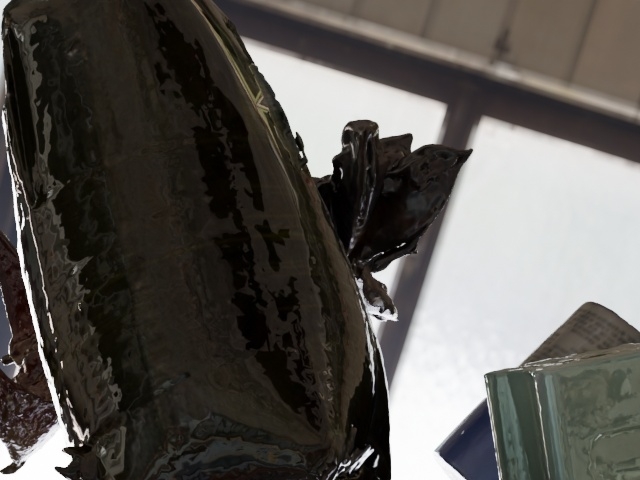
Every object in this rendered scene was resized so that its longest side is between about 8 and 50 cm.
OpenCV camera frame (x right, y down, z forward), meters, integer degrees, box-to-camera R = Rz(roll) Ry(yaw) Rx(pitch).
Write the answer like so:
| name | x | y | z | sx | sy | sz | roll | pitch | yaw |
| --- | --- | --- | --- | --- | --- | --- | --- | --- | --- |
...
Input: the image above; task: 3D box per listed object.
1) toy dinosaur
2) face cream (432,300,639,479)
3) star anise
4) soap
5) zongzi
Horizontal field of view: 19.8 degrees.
| name | x | y | z | sx | sy | sz | roll | pitch | yaw |
| --- | --- | --- | --- | --- | --- | --- | --- | --- | --- |
| toy dinosaur | -0.273 | 0.085 | 1.670 | 0.113 | 0.207 | 0.327 | 41 | -145 | -21 |
| face cream | 0.268 | 0.212 | 1.742 | 0.249 | 0.225 | 0.249 | 45 | 176 | 4 |
| star anise | 0.003 | 0.001 | 1.470 | 0.212 | 0.282 | 0.129 | -16 | -134 | -27 |
| soap | 0.224 | 0.217 | 1.391 | 0.160 | 0.265 | 0.087 | -7 | 179 | -32 |
| zongzi | -0.063 | 0.034 | 1.290 | 0.208 | 0.403 | 0.432 | -21 | 160 | 11 |
